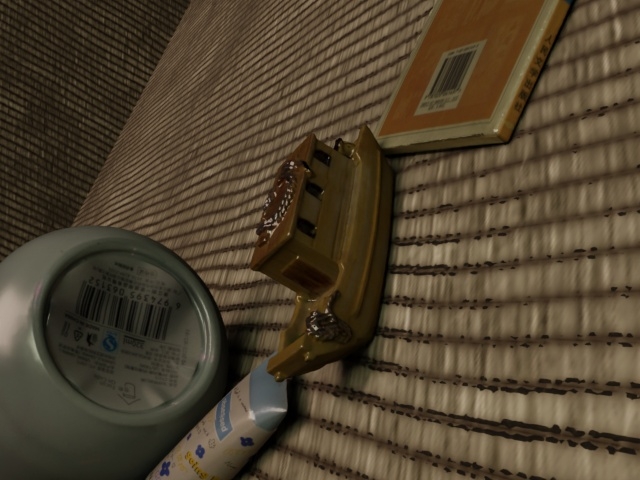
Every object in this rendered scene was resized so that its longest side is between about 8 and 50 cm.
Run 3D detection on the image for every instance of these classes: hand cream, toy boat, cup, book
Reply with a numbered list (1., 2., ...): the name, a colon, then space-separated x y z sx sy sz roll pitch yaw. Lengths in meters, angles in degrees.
1. hand cream: -0.073 0.143 0.577 0.170 0.043 0.065 -47 24 21
2. toy boat: 0.000 0.000 0.541 0.057 0.077 0.200 -41 27 41
3. cup: -0.218 0.125 0.715 0.312 0.205 0.205 -37 30 47
4. book: 0.119 -0.165 0.568 0.241 0.018 0.170 -64 21 -8
